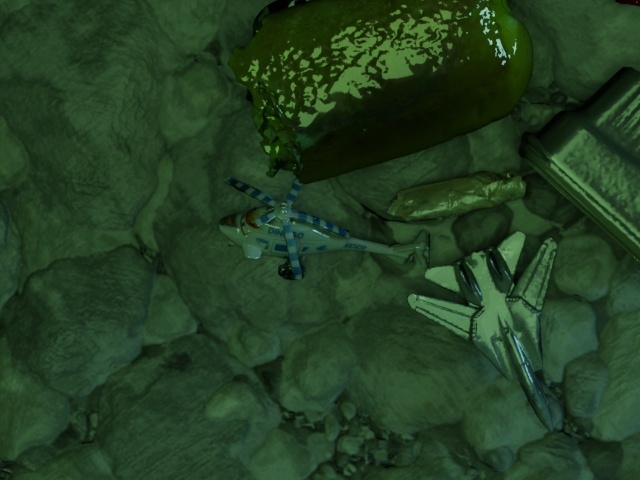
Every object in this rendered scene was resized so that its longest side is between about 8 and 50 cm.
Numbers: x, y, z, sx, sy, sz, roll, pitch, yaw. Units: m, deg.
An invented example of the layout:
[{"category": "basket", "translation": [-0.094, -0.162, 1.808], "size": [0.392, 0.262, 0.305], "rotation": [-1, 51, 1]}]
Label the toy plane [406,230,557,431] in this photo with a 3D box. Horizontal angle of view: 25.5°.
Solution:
[{"category": "toy plane", "translation": [0.257, 0.132, 1.898], "size": [0.212, 0.088, 0.267], "rotation": [-24, 104, 10]}]

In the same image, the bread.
[{"category": "bread", "translation": [0.079, -0.226, 1.804], "size": [0.377, 0.208, 0.251], "rotation": [-17, 101, 5]}]

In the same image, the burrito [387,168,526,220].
[{"category": "burrito", "translation": [0.180, -0.061, 1.888], "size": [0.188, 0.058, 0.045], "rotation": [-13, 122, 7]}]

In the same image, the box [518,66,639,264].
[{"category": "box", "translation": [0.409, -0.093, 1.825], "size": [0.274, 0.138, 0.178], "rotation": [42, 95, -4]}]

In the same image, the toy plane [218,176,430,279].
[{"category": "toy plane", "translation": [0.002, -0.009, 1.914], "size": [0.273, 0.107, 0.182], "rotation": [-3, 56, -19]}]

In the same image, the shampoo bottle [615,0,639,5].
[{"category": "shampoo bottle", "translation": [0.456, -0.444, 1.785], "size": [0.118, 0.076, 0.314], "rotation": [9, 99, 6]}]
